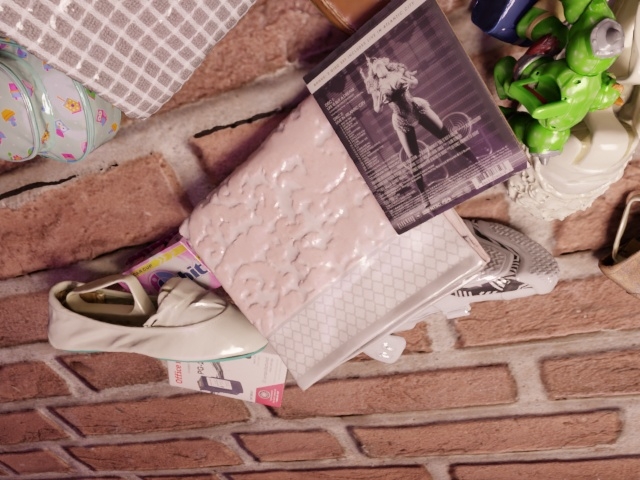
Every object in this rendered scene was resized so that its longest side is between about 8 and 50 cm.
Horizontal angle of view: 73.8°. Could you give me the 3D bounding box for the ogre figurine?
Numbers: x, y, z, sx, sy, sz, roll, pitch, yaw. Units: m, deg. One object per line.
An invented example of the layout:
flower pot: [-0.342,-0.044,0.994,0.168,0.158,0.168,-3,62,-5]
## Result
ogre figurine: [0.224,-0.161,0.418,0.096,0.118,0.197,6,142,-19]

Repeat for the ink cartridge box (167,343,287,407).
ink cartridge box: [-0.180,0.228,0.859,0.237,0.100,0.172,11,127,0]

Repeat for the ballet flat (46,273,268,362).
ballet flat: [-0.281,0.121,0.710,0.399,0.139,0.139,0,127,10]

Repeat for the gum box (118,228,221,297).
gum box: [-0.268,0.056,0.767,0.188,0.062,0.107,-25,120,25]

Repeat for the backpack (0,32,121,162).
backpack: [-0.371,-0.184,0.555,0.188,0.144,0.166,7,122,0]

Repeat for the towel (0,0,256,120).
towel: [-0.196,-0.264,0.365,0.235,0.121,0.283,-43,149,10]

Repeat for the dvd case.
dvd case: [0.099,-0.135,0.474,0.164,0.018,0.221,-30,95,31]

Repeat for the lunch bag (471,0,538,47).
lunch bag: [0.217,-0.262,0.447,0.065,0.067,0.098,9,133,-18]

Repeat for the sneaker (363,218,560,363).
sneaker: [0.163,0.084,0.681,0.365,0.137,0.210,2,128,14]

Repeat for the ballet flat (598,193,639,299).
ballet flat: [0.472,-0.051,0.551,0.106,0.107,0.316,36,132,26]

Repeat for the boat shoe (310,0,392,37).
boat shoe: [-0.014,-0.328,0.411,0.110,0.104,0.307,-27,120,23]

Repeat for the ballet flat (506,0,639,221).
ballet flat: [0.307,-0.170,0.466,0.146,0.147,0.409,4,128,6]

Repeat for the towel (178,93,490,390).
towel: [0.000,0.000,0.584,0.331,0.053,0.317,-39,85,18]
